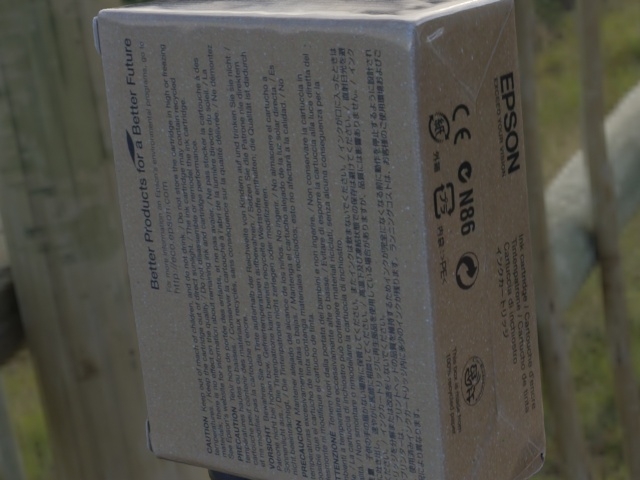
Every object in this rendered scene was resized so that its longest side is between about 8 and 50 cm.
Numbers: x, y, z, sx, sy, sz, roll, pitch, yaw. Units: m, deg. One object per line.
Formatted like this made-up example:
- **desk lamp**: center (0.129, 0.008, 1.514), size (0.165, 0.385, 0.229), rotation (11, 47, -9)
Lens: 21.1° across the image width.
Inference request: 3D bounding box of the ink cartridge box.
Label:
- **ink cartridge box**: center (0.000, 0.000, 0.820), size (0.193, 0.234, 0.088), rotation (9, 22, 39)

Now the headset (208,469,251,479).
- **headset**: center (-0.024, 0.226, 1.582), size (0.185, 0.243, 0.394), rotation (-3, 30, -23)
